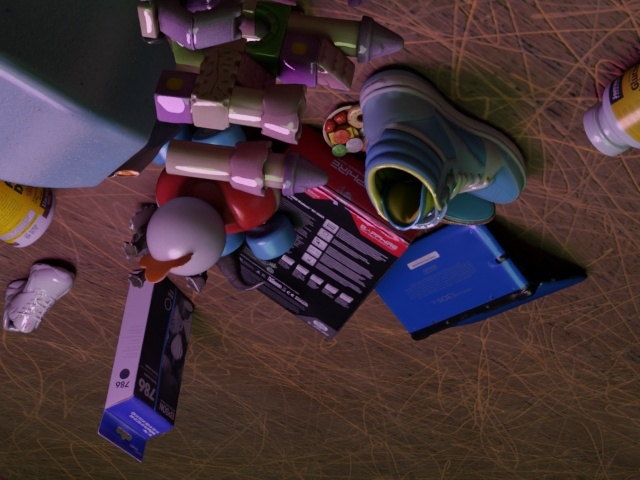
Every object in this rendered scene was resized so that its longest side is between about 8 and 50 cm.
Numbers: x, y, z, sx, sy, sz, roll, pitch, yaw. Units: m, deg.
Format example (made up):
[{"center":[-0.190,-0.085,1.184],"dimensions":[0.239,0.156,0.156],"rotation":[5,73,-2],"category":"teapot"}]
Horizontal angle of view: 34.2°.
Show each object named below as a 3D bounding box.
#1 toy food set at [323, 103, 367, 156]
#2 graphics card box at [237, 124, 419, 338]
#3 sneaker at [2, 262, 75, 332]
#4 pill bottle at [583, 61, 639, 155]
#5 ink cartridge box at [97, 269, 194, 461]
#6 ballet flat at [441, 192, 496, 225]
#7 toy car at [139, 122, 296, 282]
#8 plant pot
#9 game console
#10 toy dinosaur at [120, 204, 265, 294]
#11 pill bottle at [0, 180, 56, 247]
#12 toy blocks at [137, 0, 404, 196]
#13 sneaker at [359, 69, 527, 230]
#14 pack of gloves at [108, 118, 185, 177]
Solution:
[{"center":[0.046,-0.159,1.507],"dimensions":[0.083,0.020,0.082],"rotation":[-17,129,5],"category":"toy food set"},{"center":[0.000,0.000,1.669],"dimensions":[0.233,0.094,0.371],"rotation":[33,146,1],"category":"graphics card box"},{"center":[-0.555,0.123,2.044],"dimensions":[0.090,0.115,0.232],"rotation":[24,146,-28],"category":"sneaker"},{"center":[0.429,-0.181,1.333],"dimensions":[0.103,0.103,0.184],"rotation":[23,146,-25],"category":"pill bottle"},{"center":[-0.324,0.236,1.975],"dimensions":[0.065,0.333,0.165],"rotation":[-5,149,21],"category":"ink cartridge box"},{"center":[0.171,-0.063,1.636],"dimensions":[0.206,0.073,0.067],"rotation":[15,162,2],"category":"ballet flat"},{"center":[-0.193,-0.025,1.513],"dimensions":[0.210,0.238,0.219],"rotation":[2,129,40],"category":"toy car"},{"center":[-0.330,-0.204,1.280],"dimensions":[0.252,0.248,0.247],"rotation":[33,142,-26],"category":"plant pot"},{"center":[0.273,0.059,1.854],"dimensions":[0.293,0.173,0.250],"rotation":[-29,104,44],"category":"game console"},{"center":[-0.225,0.007,1.717],"dimensions":[0.313,0.160,0.121],"rotation":[3,128,28],"category":"toy dinosaur"},{"center":[-0.543,-0.084,1.686],"dimensions":[0.117,0.117,0.215],"rotation":[-16,143,33],"category":"pill bottle"},{"center":[-0.032,-0.233,1.168],"dimensions":[0.260,0.289,0.309],"rotation":[8,147,5],"category":"toy blocks"},{"center":[0.171,-0.078,1.460],"dimensions":[0.319,0.208,0.127],"rotation":[27,143,-32],"category":"sneaker"},{"center":[-0.307,-0.149,1.467],"dimensions":[0.195,0.232,0.046],"rotation":[-1,115,14],"category":"pack of gloves"}]
